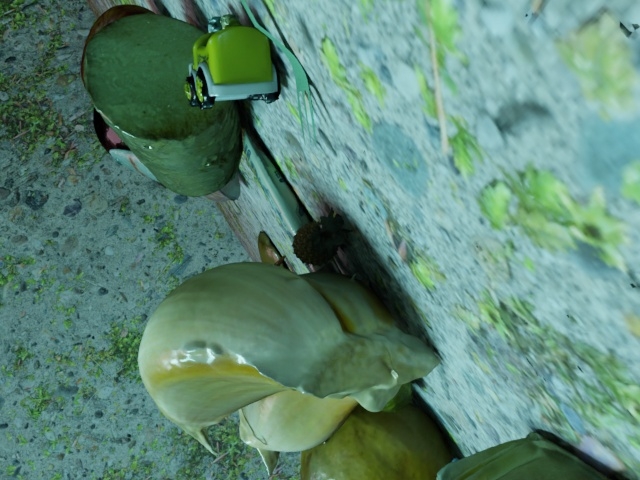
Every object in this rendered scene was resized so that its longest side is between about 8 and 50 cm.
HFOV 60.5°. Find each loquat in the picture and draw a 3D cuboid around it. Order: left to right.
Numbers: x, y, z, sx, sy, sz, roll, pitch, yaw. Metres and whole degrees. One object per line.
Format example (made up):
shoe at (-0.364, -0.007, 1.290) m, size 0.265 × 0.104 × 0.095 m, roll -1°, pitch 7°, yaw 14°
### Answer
loquat at (0.083, 0.337, 0.797) m, size 0.238 × 0.238 × 0.193 m, roll 56°, pitch 166°, yaw 5°

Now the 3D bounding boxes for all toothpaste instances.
toothpaste at (-0.045, -0.043, 0.749) m, size 0.239 × 0.039 × 0.062 m, roll 59°, pitch 172°, yaw 3°

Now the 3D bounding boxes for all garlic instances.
garlic at (-0.050, 0.143, 0.636) m, size 0.313 × 0.286 × 0.250 m, roll -38°, pitch 78°, yaw 51°

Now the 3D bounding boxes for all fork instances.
fork at (-0.052, -0.179, 0.409) m, size 0.235 × 0.021 × 0.039 m, roll 62°, pitch 165°, yaw -20°

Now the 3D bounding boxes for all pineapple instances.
pineapple at (0.000, 0.000, 0.611) m, size 0.058 × 0.058 × 0.124 m, roll 57°, pitch 170°, yaw 1°

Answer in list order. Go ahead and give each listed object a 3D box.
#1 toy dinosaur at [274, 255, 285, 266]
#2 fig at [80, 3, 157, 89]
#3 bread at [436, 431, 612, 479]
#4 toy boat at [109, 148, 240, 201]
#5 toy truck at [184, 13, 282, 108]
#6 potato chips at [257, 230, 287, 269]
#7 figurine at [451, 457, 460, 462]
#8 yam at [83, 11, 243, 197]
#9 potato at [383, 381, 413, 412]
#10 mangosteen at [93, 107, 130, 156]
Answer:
toy dinosaur at (-0.024, 0.219, 1.298) m, size 0.327 × 0.113 × 0.207 m, roll 36°, pitch 128°, yaw 8°
fig at (-0.268, -0.255, 0.872) m, size 0.175 × 0.175 × 0.207 m, roll 51°, pitch -177°, yaw 32°
bread at (0.177, 0.243, 0.359) m, size 0.192 × 0.109 × 0.210 m, roll 60°, pitch 170°, yaw -12°
toy boat at (-0.313, -0.148, 1.158) m, size 0.282 × 0.096 × 0.206 m, roll 6°, pitch 153°, yaw 21°
toy truck at (-0.083, -0.160, 0.489) m, size 0.111 × 0.076 × 0.077 m, roll -145°, pitch 48°, yaw -60°
potato chips at (-0.126, 0.062, 1.459) m, size 0.150 × 0.049 × 0.202 m, roll 45°, pitch 160°, yaw 31°
figurine at (0.187, 0.355, 0.634) m, size 0.144 × 0.178 × 0.114 m, roll 18°, pitch -171°, yaw 0°
yam at (-0.181, -0.157, 0.700) m, size 0.161 × 0.161 × 0.268 m, roll 56°, pitch 171°, yaw 6°
potato at (0.069, 0.180, 0.767) m, size 0.105 × 0.085 × 0.188 m, roll 19°, pitch -178°, yaw -17°
mangosteen at (-0.379, -0.267, 1.252) m, size 0.265 × 0.228 × 0.228 m, roll 20°, pitch 164°, yaw 5°
